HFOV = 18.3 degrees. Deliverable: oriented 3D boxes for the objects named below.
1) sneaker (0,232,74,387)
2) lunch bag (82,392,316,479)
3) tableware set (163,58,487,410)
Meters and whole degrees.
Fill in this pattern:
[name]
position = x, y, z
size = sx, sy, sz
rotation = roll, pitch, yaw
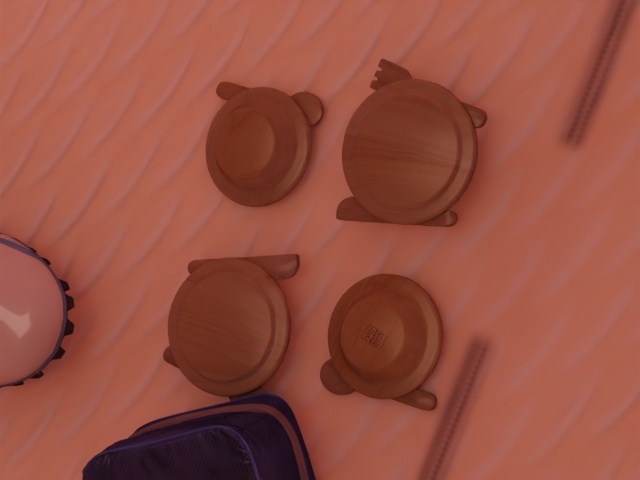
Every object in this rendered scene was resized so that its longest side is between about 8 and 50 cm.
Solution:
[sneaker]
position = -0.226, 0.010, 0.963
size = 0.237, 0.086, 0.085
rotation = 22, 92, 25
[lunch bag]
position = -0.053, 0.111, 0.881
size = 0.098, 0.065, 0.067
rotation = -14, 95, 23
[tableware set]
position = 0.000, 0.000, 0.891
size = 0.141, 0.020, 0.169
rotation = 9, 90, 27
